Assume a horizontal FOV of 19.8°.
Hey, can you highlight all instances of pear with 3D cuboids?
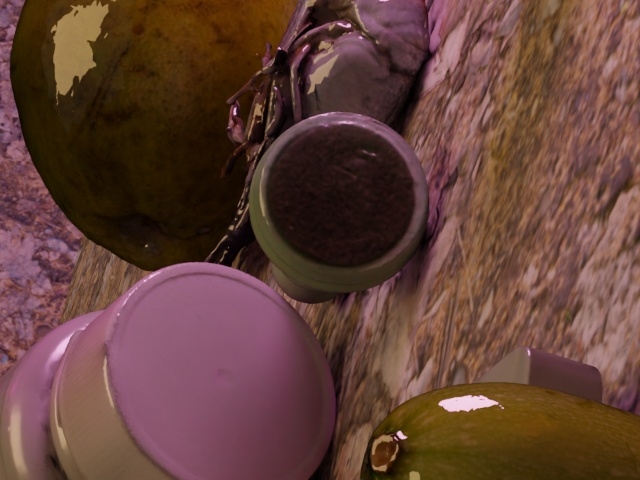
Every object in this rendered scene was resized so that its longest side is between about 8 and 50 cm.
[{"bbox_3d":[-0.163,-0.179,1.923,0.352,0.352,0.413,135,141,-61],"label":"pear"}]

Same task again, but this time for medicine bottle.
[{"bbox_3d":[-0.154,0.179,1.560,0.325,0.256,0.256,-39,34,48],"label":"medicine bottle"}]

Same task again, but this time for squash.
[{"bbox_3d":[0.100,0.124,0.802,0.123,0.186,0.123,-51,28,42],"label":"squash"}]

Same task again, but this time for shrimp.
[{"bbox_3d":[-0.026,-0.093,1.592,0.343,0.145,0.116,-58,-11,11],"label":"shrimp"}]

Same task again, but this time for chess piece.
[{"bbox_3d":[0.000,0.000,1.498,0.272,0.139,0.139,117,167,-72],"label":"chess piece"}]

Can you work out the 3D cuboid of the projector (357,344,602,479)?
[{"bbox_3d":[0.072,0.220,0.989,0.257,0.079,0.259,129,155,-57],"label":"projector"}]
